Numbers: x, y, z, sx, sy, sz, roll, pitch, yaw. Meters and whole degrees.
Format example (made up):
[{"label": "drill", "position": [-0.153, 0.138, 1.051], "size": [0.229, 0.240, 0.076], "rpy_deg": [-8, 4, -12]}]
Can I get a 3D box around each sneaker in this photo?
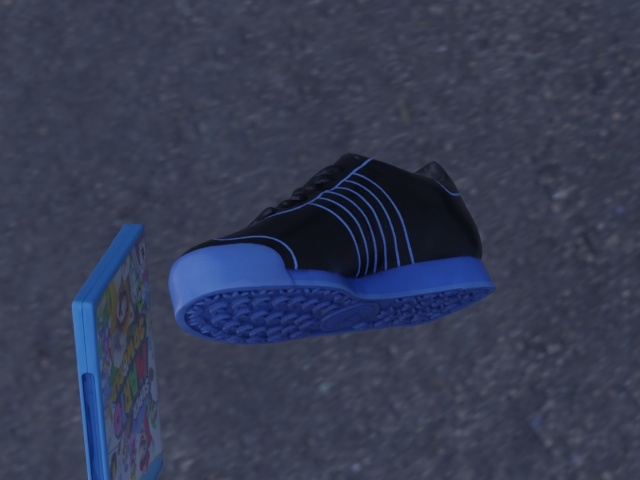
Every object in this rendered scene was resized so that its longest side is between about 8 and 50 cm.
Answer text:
[{"label": "sneaker", "position": [0.000, 0.000, 1.090], "size": [0.081, 0.232, 0.090], "rpy_deg": [-32, 69, 37]}]

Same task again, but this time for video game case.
[{"label": "video game case", "position": [-0.119, 0.088, 1.189], "size": [0.015, 0.119, 0.166], "rpy_deg": [2, 113, 9]}]
